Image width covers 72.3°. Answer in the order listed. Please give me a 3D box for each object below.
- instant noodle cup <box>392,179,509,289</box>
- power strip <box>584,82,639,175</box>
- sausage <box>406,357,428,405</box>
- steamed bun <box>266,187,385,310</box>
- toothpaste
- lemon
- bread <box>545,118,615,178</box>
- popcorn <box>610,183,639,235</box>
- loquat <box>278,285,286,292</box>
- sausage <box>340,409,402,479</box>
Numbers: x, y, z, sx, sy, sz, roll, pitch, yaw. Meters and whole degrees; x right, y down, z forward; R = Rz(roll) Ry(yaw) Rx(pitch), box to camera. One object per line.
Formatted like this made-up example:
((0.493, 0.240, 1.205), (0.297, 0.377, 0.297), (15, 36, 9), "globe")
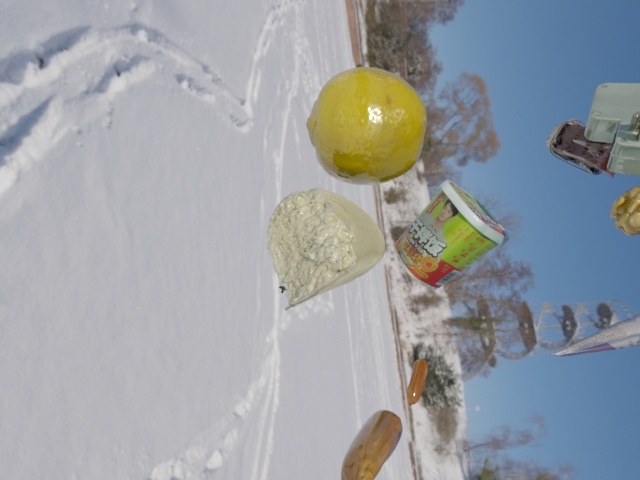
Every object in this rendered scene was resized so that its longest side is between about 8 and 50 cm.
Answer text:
((0.440, -0.005, 1.540), (0.293, 0.308, 0.294), (34, 25, -19), "instant noodle cup")
((0.783, -0.298, 1.068), (0.261, 0.229, 0.141), (-57, 145, -29), "power strip")
((0.349, 0.504, 1.573), (0.054, 0.062, 0.183), (-33, -156, 53), "sausage")
((0.000, 0.000, 1.160), (0.273, 0.290, 0.273), (-16, 80, -45), "steamed bun")
((0.689, 0.223, 1.015), (0.114, 0.299, 0.073), (20, 48, -56), "toothpaste")
((0.133, -0.316, 1.234), (0.348, 0.347, 0.349), (-6, 90, -83), "lemon")
((0.837, -0.291, 1.364), (0.212, 0.224, 0.143), (-100, -147, -69), "bread")
((0.792, -0.084, 1.006), (0.163, 0.194, 0.141), (119, -52, -70), "popcorn")
((-0.057, 0.132, 1.618), (0.149, 0.204, 0.172), (-86, 161, -66), "loquat")
((0.147, 0.598, 1.258), (0.116, 0.134, 0.354), (60, 20, 11), "sausage")
